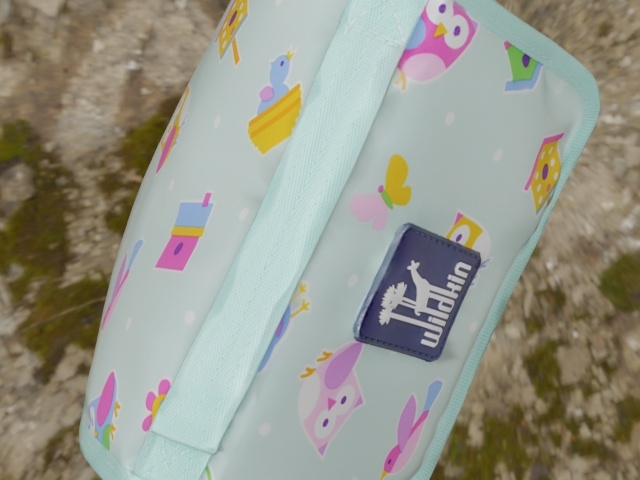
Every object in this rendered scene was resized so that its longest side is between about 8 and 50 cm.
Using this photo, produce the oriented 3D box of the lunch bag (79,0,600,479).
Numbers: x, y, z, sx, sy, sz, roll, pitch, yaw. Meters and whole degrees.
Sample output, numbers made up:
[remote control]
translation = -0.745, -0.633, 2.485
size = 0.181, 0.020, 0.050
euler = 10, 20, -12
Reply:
[lunch bag]
translation = 0.000, 0.000, 0.605
size = 0.160, 0.262, 0.223
euler = 26, 92, 0
